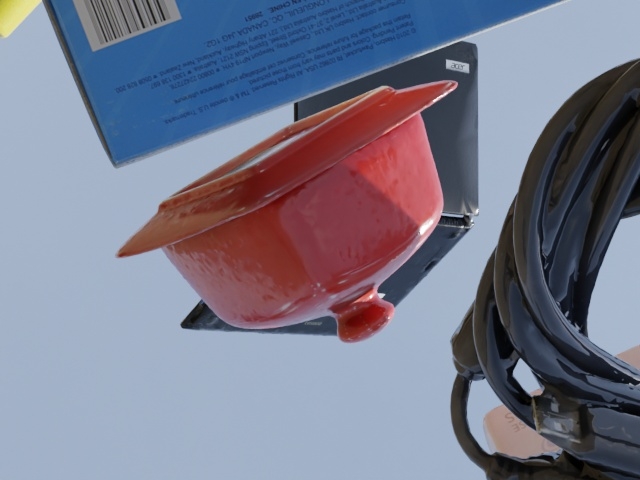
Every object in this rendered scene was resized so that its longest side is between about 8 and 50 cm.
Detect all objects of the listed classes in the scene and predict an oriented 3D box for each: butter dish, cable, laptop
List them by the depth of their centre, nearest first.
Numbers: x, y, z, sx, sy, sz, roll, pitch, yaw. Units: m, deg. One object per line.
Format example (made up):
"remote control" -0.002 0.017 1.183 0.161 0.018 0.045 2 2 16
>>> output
"cable" 0.130 0.011 0.516 0.047 0.184 0.150 -103 -156 -60
"butter dish" 0.000 0.000 1.069 0.160 0.118 0.160 -34 -170 -34
"laptop" 0.012 -0.048 1.724 0.264 0.234 0.136 -48 -124 30

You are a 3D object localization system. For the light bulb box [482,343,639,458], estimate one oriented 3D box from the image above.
"light bulb box" 0.318 0.198 1.018 0.358 0.225 0.361 -24 -148 0

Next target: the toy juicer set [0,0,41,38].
"toy juicer set" -0.239 -0.225 1.182 0.089 0.209 0.329 -57 -172 -7

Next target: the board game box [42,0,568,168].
"board game box" 0.039 -0.143 0.945 0.308 0.086 0.302 -20 -171 3
